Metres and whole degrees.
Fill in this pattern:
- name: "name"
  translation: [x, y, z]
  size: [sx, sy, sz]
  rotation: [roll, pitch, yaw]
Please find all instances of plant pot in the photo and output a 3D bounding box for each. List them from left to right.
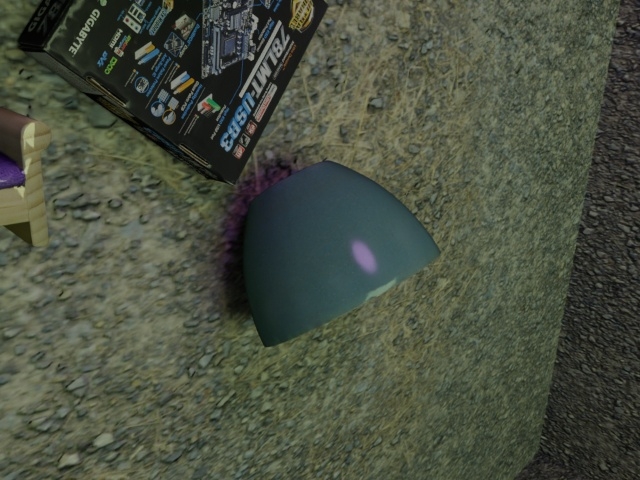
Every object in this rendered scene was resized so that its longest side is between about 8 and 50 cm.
- name: "plant pot"
  translation: [0.000, 0.000, 0.887]
  size: [0.290, 0.290, 0.195]
  rotation: [-28, 89, -38]

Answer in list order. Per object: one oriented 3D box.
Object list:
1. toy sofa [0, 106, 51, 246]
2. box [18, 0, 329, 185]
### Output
- name: "toy sofa"
  translation: [-0.412, -0.061, 0.455]
  size: [0.362, 0.150, 0.177]
  rotation: [-16, 118, -44]
- name: "box"
  translation: [-0.148, -0.262, 0.728]
  size: [0.293, 0.073, 0.295]
  rotation: [36, 78, -50]
